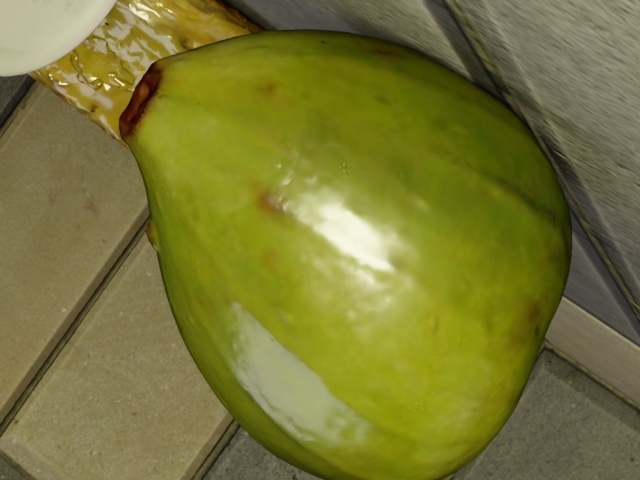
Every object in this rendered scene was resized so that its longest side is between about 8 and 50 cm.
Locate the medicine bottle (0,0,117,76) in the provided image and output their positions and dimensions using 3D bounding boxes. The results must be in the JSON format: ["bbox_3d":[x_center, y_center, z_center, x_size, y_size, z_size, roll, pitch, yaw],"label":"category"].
[{"bbox_3d":[-0.250,-0.218,0.853,0.341,0.130,0.130,36,179,26],"label":"medicine bottle"}]

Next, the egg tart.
[{"bbox_3d":[-0.139,-0.138,1.178,0.294,0.123,0.294,34,178,1],"label":"egg tart"}]

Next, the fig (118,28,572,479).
[{"bbox_3d":[0.000,0.000,0.775,0.225,0.203,0.203,28,-178,-20],"label":"fig"}]
